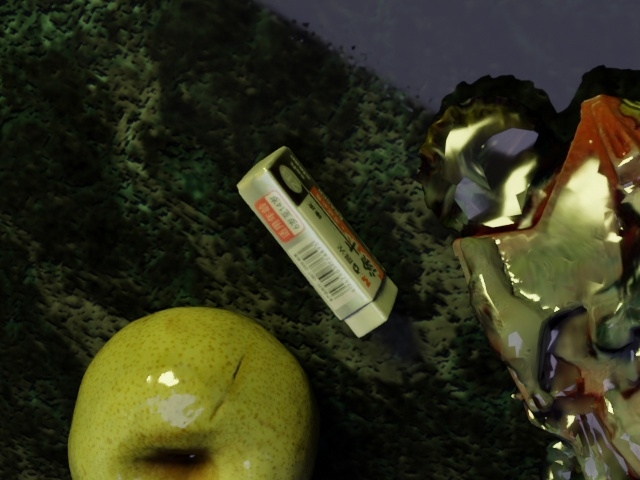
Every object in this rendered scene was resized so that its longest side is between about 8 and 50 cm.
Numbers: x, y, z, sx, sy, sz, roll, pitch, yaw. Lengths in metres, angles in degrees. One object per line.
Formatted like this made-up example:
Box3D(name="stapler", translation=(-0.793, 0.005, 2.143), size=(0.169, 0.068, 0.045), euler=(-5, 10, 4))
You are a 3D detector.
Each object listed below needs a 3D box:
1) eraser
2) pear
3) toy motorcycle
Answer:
Box3D(name="eraser", translation=(0.000, 0.000, 0.792), size=(0.029, 0.052, 0.122), euler=(-34, 100, 23))
Box3D(name="pear", translation=(-0.080, 0.122, 0.810), size=(0.167, 0.136, 0.167), euler=(3, 108, 8))
Box3D(name="toy motorcycle", translation=(0.206, 0.084, 0.713), size=(0.207, 0.134, 0.401), euler=(-22, 83, 21))
